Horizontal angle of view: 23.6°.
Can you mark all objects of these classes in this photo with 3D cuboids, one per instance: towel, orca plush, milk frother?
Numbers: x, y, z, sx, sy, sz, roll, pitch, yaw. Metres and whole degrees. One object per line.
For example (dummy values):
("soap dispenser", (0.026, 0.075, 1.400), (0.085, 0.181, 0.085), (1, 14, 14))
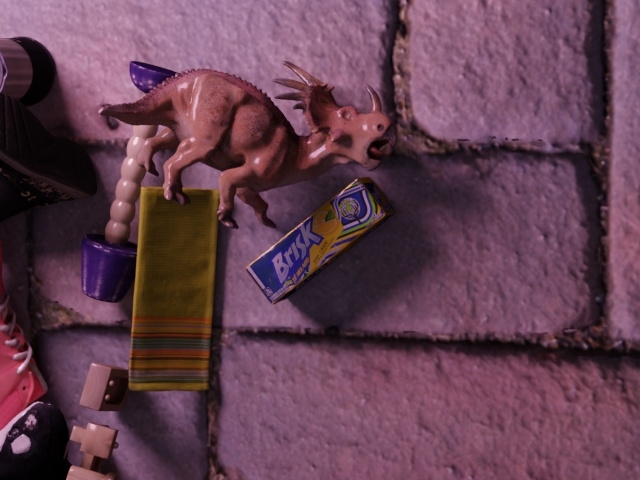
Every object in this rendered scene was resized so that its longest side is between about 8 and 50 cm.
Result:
("towel", (-0.166, 0.057, 1.751), (0.021, 0.102, 0.237), (15, 103, 57))
("orca plush", (-0.377, 0.325, 1.790), (0.287, 0.102, 0.151), (-44, 128, 14))
("milk frother", (-0.381, -0.159, 1.755), (0.129, 0.135, 0.143), (-16, 92, 16))

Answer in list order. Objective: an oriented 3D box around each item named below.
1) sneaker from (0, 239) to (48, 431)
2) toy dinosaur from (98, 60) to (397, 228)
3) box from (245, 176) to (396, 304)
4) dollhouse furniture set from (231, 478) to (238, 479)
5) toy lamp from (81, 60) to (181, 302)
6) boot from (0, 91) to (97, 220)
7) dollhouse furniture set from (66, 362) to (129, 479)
("sneaker", (-0.385, 0.134, 1.813), (0.136, 0.116, 0.313), (10, 108, 0))
("toy dinosaur", (-0.085, -0.127, 1.664), (0.296, 0.127, 0.200), (25, 100, -12))
("box", (0.000, 0.000, 1.716), (0.169, 0.059, 0.054), (-39, 84, 14))
("dollhouse furniture set", (-0.098, 0.379, 1.719), (0.101, 0.182, 0.160), (17, 100, 12))
("toy lamp", (-0.217, -0.064, 1.755), (0.080, 0.080, 0.274), (18, 101, 12))
("boot", (-0.384, -0.078, 1.726), (0.179, 0.236, 0.085), (-20, 65, 20))
("dollhouse furniture set", (-0.211, 0.233, 1.766), (0.123, 0.144, 0.151), (15, 85, 7))
